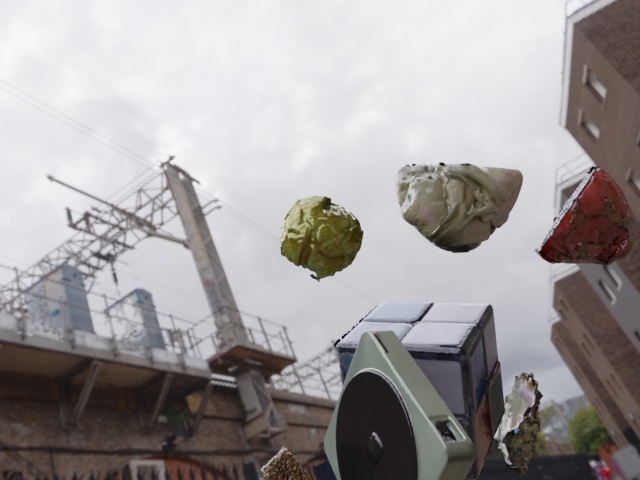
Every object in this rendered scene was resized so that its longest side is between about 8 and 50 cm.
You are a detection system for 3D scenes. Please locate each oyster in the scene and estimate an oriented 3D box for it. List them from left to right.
[{"bbox_3d":[0.533,0.485,1.595,0.092,0.259,0.198,20,-23,5],"label":"oyster"}]

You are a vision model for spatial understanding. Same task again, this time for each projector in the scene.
[{"bbox_3d":[0.105,0.304,0.879,0.079,0.257,0.259,5,-62,-25],"label":"projector"}]

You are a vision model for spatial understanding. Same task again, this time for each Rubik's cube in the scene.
[{"bbox_3d":[0.251,0.341,1.447,0.318,0.313,0.316,-2,14,29],"label":"Rubik's cube"}]

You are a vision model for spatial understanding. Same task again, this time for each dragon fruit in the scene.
[{"bbox_3d":[0.551,-0.025,1.200,0.218,0.148,0.223,-47,-18,-35],"label":"dragon fruit"}]

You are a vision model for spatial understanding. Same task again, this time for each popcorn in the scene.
[{"bbox_3d":[0.000,0.000,1.314,0.198,0.198,0.212,-17,-14,-15],"label":"popcorn"}]

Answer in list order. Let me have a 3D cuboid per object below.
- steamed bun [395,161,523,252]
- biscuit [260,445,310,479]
[{"bbox_3d":[0.326,-0.074,1.401,0.280,0.207,0.268,-3,7,-45],"label":"steamed bun"},{"bbox_3d":[-0.019,0.439,0.983,0.064,0.199,0.034,-37,-8,-20],"label":"biscuit"}]
